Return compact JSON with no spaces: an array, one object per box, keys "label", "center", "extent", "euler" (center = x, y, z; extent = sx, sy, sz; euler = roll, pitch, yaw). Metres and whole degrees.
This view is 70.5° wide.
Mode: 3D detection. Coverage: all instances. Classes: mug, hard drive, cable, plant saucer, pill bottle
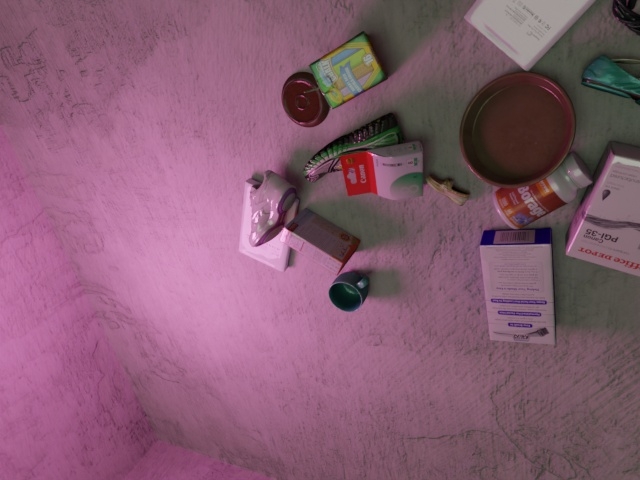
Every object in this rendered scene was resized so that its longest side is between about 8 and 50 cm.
[{"label":"mug","center":[0.117,0.176,1.614],"extent":[0.157,0.097,0.130],"euler":[-3,116,30]},{"label":"hard drive","center":[0.498,-0.563,0.991],"extent":[0.203,0.040,0.307],"euler":[41,129,1]},{"label":"cable","center":[0.698,-0.515,0.912],"extent":[0.150,0.047,0.184],"euler":[46,134,4]},{"label":"hard drive","center":[-0.198,-0.052,1.687],"extent":[0.210,0.040,0.319],"euler":[24,127,15]},{"label":"plant saucer","center":[-0.052,-0.426,1.387],"extent":[0.168,0.029,0.169],"euler":[14,124,21]},{"label":"pill bottle","center":[0.568,-0.129,1.163],"extent":[0.121,0.121,0.216],"euler":[49,129,-5]},{"label":"plant saucer","center":[0.482,-0.269,1.122],"extent":[0.277,0.041,0.278],"euler":[9,104,41]}]

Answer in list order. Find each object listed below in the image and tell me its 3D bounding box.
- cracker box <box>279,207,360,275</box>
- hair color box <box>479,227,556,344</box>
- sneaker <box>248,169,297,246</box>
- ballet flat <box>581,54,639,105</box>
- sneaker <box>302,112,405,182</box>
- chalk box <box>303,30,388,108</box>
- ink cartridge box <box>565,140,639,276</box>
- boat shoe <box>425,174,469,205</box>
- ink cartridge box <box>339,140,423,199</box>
[{"label":"cracker box","center":[0.000,0.000,1.535],"extent":[0.232,0.156,0.067],"euler":[32,129,9]},{"label":"hair color box","center":[0.582,0.136,1.326],"extent":[0.185,0.110,0.339],"euler":[-1,116,28]},{"label":"sneaker","center":[-0.187,-0.108,1.567],"extent":[0.152,0.114,0.305],"euler":[43,127,17]},{"label":"ballet flat","center":[0.706,-0.338,0.989],"extent":[0.247,0.083,0.087],"euler":[28,114,9]},{"label":"sneaker","center":[0.092,-0.240,1.353],"extent":[0.343,0.134,0.146],"euler":[-18,109,35]},{"label":"chalk box","center":[0.058,-0.438,1.213],"extent":[0.212,0.132,0.132],"euler":[-26,104,18]},{"label":"ink cartridge box","center":[0.754,-0.070,1.097],"extent":[0.207,0.117,0.283],"euler":[19,125,18]},{"label":"boat shoe","center":[0.368,-0.155,1.308],"extent":[0.135,0.050,0.045],"euler":[31,126,-4]},{"label":"ink cartridge box","center":[0.179,-0.185,1.296],"extent":[0.224,0.056,0.181],"euler":[-11,143,6]}]
